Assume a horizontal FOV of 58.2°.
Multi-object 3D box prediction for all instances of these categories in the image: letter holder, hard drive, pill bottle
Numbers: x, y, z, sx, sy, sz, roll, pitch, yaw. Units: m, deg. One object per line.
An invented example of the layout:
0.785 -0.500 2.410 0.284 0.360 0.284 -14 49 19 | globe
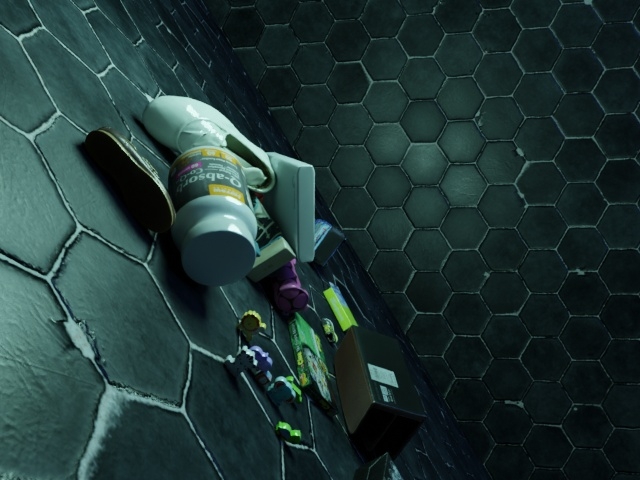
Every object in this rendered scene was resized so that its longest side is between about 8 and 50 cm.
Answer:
0.123 0.410 1.510 0.152 0.214 0.302 21 24 -18 | letter holder
-0.091 -0.099 1.511 0.353 0.047 0.232 -145 -127 -66 | hard drive
-0.209 -0.052 1.115 0.162 0.162 0.278 51 11 -40 | pill bottle

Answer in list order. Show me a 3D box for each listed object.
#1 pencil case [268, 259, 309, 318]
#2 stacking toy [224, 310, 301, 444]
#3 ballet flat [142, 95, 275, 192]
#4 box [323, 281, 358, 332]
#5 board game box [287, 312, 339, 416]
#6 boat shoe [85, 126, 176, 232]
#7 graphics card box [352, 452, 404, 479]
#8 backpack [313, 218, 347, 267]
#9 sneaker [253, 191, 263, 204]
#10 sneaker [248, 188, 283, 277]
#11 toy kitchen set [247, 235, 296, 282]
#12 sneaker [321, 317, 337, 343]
-0.088 0.100 1.494 0.098 0.095 0.209 29 22 -29 | pencil case
-0.092 0.254 1.082 0.221 0.052 0.167 57 9 -13 | stacking toy
-0.239 -0.218 1.383 0.400 0.139 0.139 27 31 -52 | ballet flat
0.070 0.240 2.033 0.178 0.042 0.109 62 9 22 | box
-0.023 0.292 1.406 0.136 0.030 0.259 50 12 -33 | board game box
-0.317 -0.109 0.999 0.207 0.073 0.073 57 11 -9 | boat shoe
0.187 0.646 1.160 0.370 0.094 0.233 58 9 6 | graphics card box
0.000 0.000 2.121 0.117 0.158 0.173 36 3 -20 | backpack
-0.195 -0.168 1.781 0.276 0.098 0.135 62 10 9 | sneaker
-0.148 -0.016 1.506 0.283 0.110 0.122 64 7 32 | sneaker
-0.177 -0.035 1.352 0.207 0.122 0.166 48 14 -49 | toy kitchen set
0.026 0.270 1.728 0.083 0.031 0.035 61 10 15 | sneaker
